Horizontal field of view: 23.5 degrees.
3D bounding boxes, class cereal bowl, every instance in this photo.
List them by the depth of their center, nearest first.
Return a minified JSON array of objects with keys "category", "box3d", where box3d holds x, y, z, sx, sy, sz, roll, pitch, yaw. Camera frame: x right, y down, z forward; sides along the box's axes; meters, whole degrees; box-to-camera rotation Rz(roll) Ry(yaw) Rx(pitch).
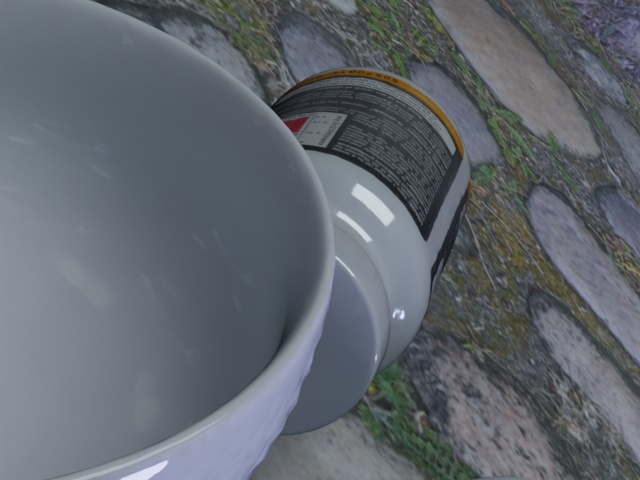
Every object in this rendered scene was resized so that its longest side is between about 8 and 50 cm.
[{"category":"cereal bowl","box3d":[-0.170,0.026,0.618,0.338,0.141,0.339,11,35,-8]}]

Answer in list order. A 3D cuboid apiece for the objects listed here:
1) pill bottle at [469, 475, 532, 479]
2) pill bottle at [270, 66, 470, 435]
[{"category":"pill bottle","box3d":[0.072,0.235,0.802,0.146,0.146,0.264,52,25,2]},{"category":"pill bottle","box3d":[0.000,0.000,0.978,0.162,0.162,0.278,48,25,-7]}]
